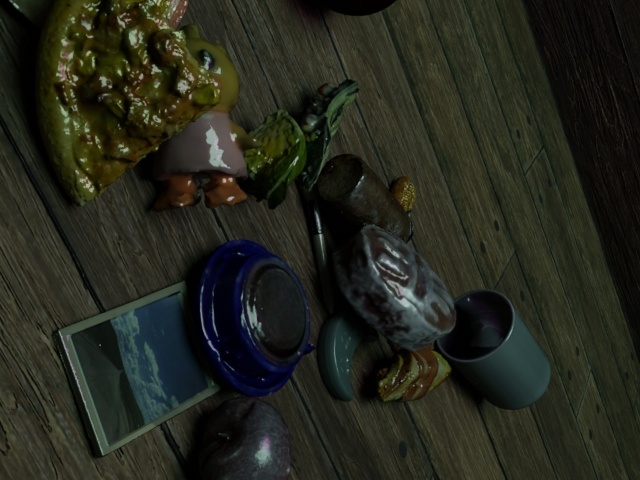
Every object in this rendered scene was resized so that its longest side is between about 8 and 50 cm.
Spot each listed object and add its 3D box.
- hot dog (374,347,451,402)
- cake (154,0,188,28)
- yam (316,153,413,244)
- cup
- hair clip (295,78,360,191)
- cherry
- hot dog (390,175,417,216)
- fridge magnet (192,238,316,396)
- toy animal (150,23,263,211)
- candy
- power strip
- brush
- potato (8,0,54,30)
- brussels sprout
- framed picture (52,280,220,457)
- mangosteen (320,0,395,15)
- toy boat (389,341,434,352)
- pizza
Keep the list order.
[{"bbox_3d":[0.186,0.285,1.703,0.262,0.093,0.123,11,108,-54],"label":"hot dog"},{"bbox_3d":[-0.284,-0.336,1.233,0.109,0.090,0.225,44,48,-48],"label":"cake"},{"bbox_3d":[0.095,-0.074,1.641,0.280,0.131,0.131,43,46,-53],"label":"yam"},{"bbox_3d":[0.447,0.289,1.993,0.312,0.206,0.205,48,44,-38],"label":"cup"},{"bbox_3d":[-0.007,-0.226,1.568,0.091,0.138,0.321,26,35,-3],"label":"hair clip"},{"bbox_3d":[-0.110,0.334,1.217,0.176,0.140,0.176,-16,90,-70],"label":"cherry"},{"bbox_3d":[0.189,-0.084,1.879,0.071,0.045,0.165,56,38,-32],"label":"hot dog"},{"bbox_3d":[-0.108,0.126,1.312,0.265,0.113,0.265,31,51,-49],"label":"fridge magnet"},{"bbox_3d":[-0.191,-0.194,1.237,0.169,0.196,0.281,-91,177,-77],"label":"toy animal"},{"bbox_3d":[0.145,0.098,1.594,0.289,0.157,0.214,41,31,-24],"label":"candy"},{"bbox_3d":[0.056,0.206,1.590,0.137,0.044,0.216,57,39,-27],"label":"power strip"},{"bbox_3d":[0.000,0.000,1.583,0.042,0.039,0.299,-11,90,-57],"label":"brush"},{"bbox_3d":[-0.385,-0.357,1.115,0.261,0.100,0.120,28,17,-32],"label":"potato"},{"bbox_3d":[-0.084,-0.150,1.422,0.100,0.139,0.181,59,34,-37],"label":"brussels sprout"},{"bbox_3d":[-0.260,0.180,1.158,0.260,0.023,0.188,-22,95,-56],"label":"framed picture"},{"bbox_3d":[0.079,-0.637,1.684,0.297,0.293,0.297,50,3,-4],"label":"mangosteen"},{"bbox_3d":[0.191,0.146,1.769,0.141,0.099,0.317,-17,95,-15],"label":"toy boat"},{"bbox_3d":[-0.305,-0.219,1.074,0.257,0.268,0.087,52,-2,-16],"label":"pizza"}]
